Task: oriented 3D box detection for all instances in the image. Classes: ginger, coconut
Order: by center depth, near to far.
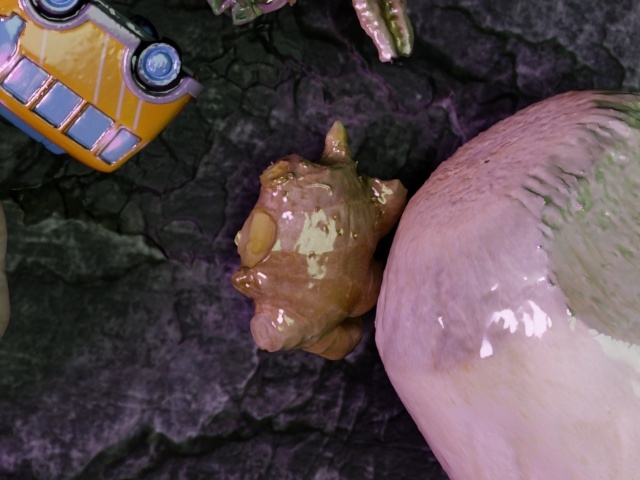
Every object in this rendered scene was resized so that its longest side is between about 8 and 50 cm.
[{"bbox_3d":[0.256,0.085,1.744,0.415,0.345,0.415,-1,93,-26],"label":"coconut"},{"bbox_3d":[0.000,0.000,1.754,0.157,0.102,0.216,7,96,-30],"label":"ginger"}]

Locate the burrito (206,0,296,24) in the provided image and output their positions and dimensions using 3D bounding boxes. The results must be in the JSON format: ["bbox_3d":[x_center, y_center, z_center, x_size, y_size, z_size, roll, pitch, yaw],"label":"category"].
[{"bbox_3d":[-0.116,-0.324,1.667,0.096,0.066,0.309,-34,108,-11],"label":"burrito"}]

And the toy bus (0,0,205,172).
[{"bbox_3d":[-0.213,-0.151,1.629,0.209,0.126,0.136,37,93,-24],"label":"toy bus"}]

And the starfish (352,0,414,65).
[{"bbox_3d":[0.032,-0.338,1.656,0.432,0.082,0.324,-50,123,-15],"label":"starfish"}]

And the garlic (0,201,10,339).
[{"bbox_3d":[-0.391,0.019,1.541,0.322,0.241,0.322,-18,118,-38],"label":"garlic"}]
